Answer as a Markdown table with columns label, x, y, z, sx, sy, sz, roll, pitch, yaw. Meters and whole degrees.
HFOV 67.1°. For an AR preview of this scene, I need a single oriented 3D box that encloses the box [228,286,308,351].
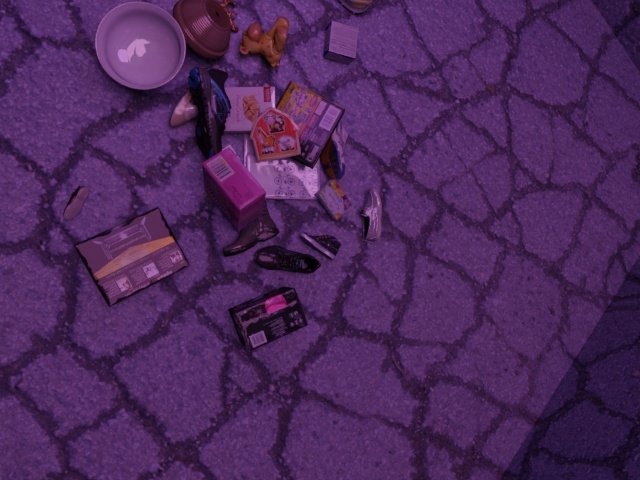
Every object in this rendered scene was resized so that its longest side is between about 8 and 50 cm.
| label | x | y | z | sx | sy | sz | roll | pitch | yaw |
| --- | --- | --- | --- | --- | --- | --- | --- | --- | --- |
| box | -0.201 | 0.296 | 1.847 | 0.247 | 0.142 | 0.163 | -21 | 97 | -20 |

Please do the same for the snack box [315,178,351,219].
| label | x | y | z | sx | sy | sz | roll | pitch | yaw |
| --- | --- | --- | --- | --- | --- | --- | --- | --- | --- |
| snack box | 0.054 | -0.169 | 2.005 | 0.100 | 0.037 | 0.141 | -47 | 117 | -19 |

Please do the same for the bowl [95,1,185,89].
| label | x | y | z | sx | sy | sz | roll | pitch | yaw |
| --- | --- | --- | --- | --- | --- | --- | --- | --- | --- |
| bowl | -0.626 | -0.671 | 1.711 | 0.298 | 0.134 | 0.298 | -1 | 94 | -11 |

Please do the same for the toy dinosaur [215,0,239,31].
| label | x | y | z | sx | sy | sz | roll | pitch | yaw |
| --- | --- | --- | --- | --- | --- | --- | --- | --- | --- |
| toy dinosaur | -0.387 | -0.908 | 1.866 | 0.211 | 0.064 | 0.112 | 40 | 76 | -15 |

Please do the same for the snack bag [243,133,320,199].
| label | x | y | z | sx | sy | sz | roll | pitch | yaw |
| --- | --- | --- | --- | --- | --- | --- | --- | --- | --- |
| snack bag | -0.153 | -0.335 | 1.949 | 0.323 | 0.037 | 0.342 | 0 | 88 | -21 |

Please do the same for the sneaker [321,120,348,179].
| label | x | y | z | sx | sy | sz | roll | pitch | yaw |
| --- | --- | --- | --- | --- | --- | --- | --- | --- | --- |
| sneaker | 0.071 | -0.402 | 1.995 | 0.131 | 0.112 | 0.296 | -12 | 92 | -40 |

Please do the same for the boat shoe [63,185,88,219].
| label | x | y | z | sx | sy | sz | roll | pitch | yaw |
| --- | --- | --- | --- | --- | --- | --- | --- | --- | --- |
| boat shoe | -0.850 | -0.132 | 1.665 | 0.125 | 0.038 | 0.046 | -64 | 150 | -6 |

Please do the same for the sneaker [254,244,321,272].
| label | x | y | z | sx | sy | sz | roll | pitch | yaw |
| --- | --- | --- | --- | --- | --- | --- | --- | --- | --- |
| sneaker | -0.124 | 0.075 | 1.907 | 0.267 | 0.106 | 0.101 | 7 | 86 | -20 |

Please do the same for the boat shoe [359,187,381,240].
| label | x | y | z | sx | sy | sz | roll | pitch | yaw |
| --- | --- | --- | --- | --- | --- | --- | --- | --- | --- |
| boat shoe | 0.209 | -0.111 | 2.058 | 0.081 | 0.079 | 0.227 | -4 | 92 | -26 |

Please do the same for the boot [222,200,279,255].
| label | x | y | z | sx | sy | sz | roll | pitch | yaw |
| --- | --- | --- | --- | --- | --- | --- | --- | --- | --- |
| boot | -0.294 | -0.049 | 1.871 | 0.246 | 0.083 | 0.161 | -27 | 87 | -22 |

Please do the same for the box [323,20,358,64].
| label | x | y | z | sx | sy | sz | roll | pitch | yaw |
| --- | --- | --- | --- | --- | --- | --- | --- | --- | --- |
| box | 0.085 | -0.837 | 2.044 | 0.126 | 0.072 | 0.137 | 7 | 84 | -21 |

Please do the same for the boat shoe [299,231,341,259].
| label | x | y | z | sx | sy | sz | roll | pitch | yaw |
| --- | --- | --- | --- | --- | --- | --- | --- | --- | --- |
| boat shoe | 0.000 | 0.000 | 1.984 | 0.183 | 0.065 | 0.083 | 36 | 74 | -23 |

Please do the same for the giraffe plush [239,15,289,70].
| label | x | y | z | sx | sy | sz | roll | pitch | yaw |
| --- | --- | --- | --- | --- | --- | --- | --- | --- | --- |
| giraffe plush | -0.226 | -0.784 | 1.892 | 0.170 | 0.181 | 0.210 | 13 | 118 | -10 |

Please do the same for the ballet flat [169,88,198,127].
| label | x | y | z | sx | sy | sz | roll | pitch | yaw |
| --- | --- | --- | --- | --- | --- | --- | --- | --- | --- |
| ballet flat | -0.472 | -0.520 | 1.799 | 0.086 | 0.086 | 0.248 | 30 | 78 | -18 |

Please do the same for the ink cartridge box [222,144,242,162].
| label | x | y | z | sx | sy | sz | roll | pitch | yaw |
| --- | --- | --- | --- | --- | --- | --- | --- | --- | --- |
| ink cartridge box | -0.348 | -0.323 | 1.875 | 0.048 | 0.028 | 0.083 | -37 | 101 | -19 |

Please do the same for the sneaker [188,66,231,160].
| label | x | y | z | sx | sy | sz | roll | pitch | yaw |
| --- | --- | --- | --- | --- | --- | --- | --- | --- | --- |
| sneaker | -0.381 | -0.455 | 1.763 | 0.140 | 0.125 | 0.341 | -17 | 113 | -39 |

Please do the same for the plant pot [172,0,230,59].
| label | x | y | z | sx | sy | sz | roll | pitch | yaw |
| --- | --- | --- | --- | --- | --- | --- | --- | --- | --- |
| plant pot | -0.410 | -0.799 | 1.768 | 0.237 | 0.110 | 0.237 | 27 | 52 | -42 |

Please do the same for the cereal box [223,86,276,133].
| label | x | y | z | sx | sy | sz | roll | pitch | yaw |
| --- | --- | --- | --- | --- | --- | --- | --- | --- | --- |
| cereal box | -0.291 | -0.501 | 1.855 | 0.240 | 0.047 | 0.173 | -2 | 87 | -1 |

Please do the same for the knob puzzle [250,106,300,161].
| label | x | y | z | sx | sy | sz | roll | pitch | yaw |
| --- | --- | --- | --- | --- | --- | --- | --- | --- | --- |
| knob puzzle | -0.173 | -0.405 | 1.823 | 0.213 | 0.030 | 0.213 | 0 | 110 | -1 |

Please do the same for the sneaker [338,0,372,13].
| label | x | y | z | sx | sy | sz | roll | pitch | yaw |
| --- | --- | --- | --- | --- | --- | --- | --- | --- | --- |
| sneaker | 0.067 | -1.119 | 2.009 | 0.385 | 0.147 | 0.145 | 27 | 80 | -17 |

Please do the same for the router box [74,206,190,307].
| label | x | y | z | sx | sy | sz | roll | pitch | yaw |
| --- | --- | --- | --- | --- | --- | --- | --- | --- | --- |
| router box | -0.659 | 0.055 | 1.708 | 0.309 | 0.081 | 0.243 | -29 | 98 | -20 |

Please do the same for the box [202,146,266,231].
| label | x | y | z | sx | sy | sz | roll | pitch | yaw |
| --- | --- | --- | --- | --- | --- | --- | --- | --- | --- |
| box | -0.314 | -0.177 | 1.740 | 0.117 | 0.243 | 0.213 | -37 | 83 | -18 |

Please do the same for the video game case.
| label | x | y | z | sx | sy | sz | roll | pitch | yaw |
| --- | --- | --- | --- | --- | --- | --- | --- | --- | --- |
| video game case | -0.075 | -0.456 | 1.903 | 0.248 | 0.035 | 0.275 | 28 | 82 | 2 |
